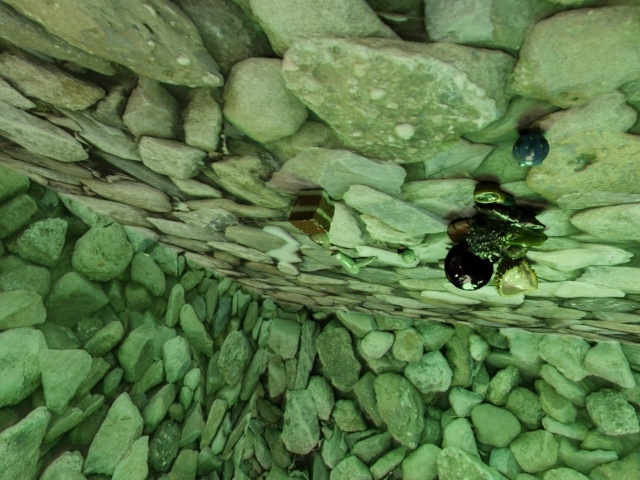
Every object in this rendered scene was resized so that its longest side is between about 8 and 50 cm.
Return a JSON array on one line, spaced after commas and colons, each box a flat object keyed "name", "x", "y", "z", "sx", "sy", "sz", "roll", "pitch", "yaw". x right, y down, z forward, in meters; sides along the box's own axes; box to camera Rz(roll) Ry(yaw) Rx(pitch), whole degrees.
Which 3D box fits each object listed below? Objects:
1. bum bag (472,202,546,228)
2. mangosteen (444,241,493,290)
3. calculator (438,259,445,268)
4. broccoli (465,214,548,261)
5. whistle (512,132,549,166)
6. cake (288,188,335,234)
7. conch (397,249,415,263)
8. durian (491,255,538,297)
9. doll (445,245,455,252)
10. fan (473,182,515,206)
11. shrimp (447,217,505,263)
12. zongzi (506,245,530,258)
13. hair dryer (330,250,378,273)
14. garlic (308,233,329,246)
[{"name": "bum bag", "x": 0.647, "y": -0.082, "z": 1.390, "sx": 0.248, "sy": 0.069, "sz": 0.102, "roll": 12, "pitch": -155, "yaw": -4}, {"name": "mangosteen", "x": 0.597, "y": 0.098, "z": 1.613, "sx": 0.230, "sy": 0.194, "sz": 0.194, "roll": -6, "pitch": 176, "yaw": -41}, {"name": "calculator", "x": 0.664, "y": 0.118, "z": 2.015, "sx": 0.100, "sy": 0.032, "sz": 0.175, "roll": 23, "pitch": 158, "yaw": -29}, {"name": "broccoli", "x": 0.692, "y": -0.006, "z": 1.494, "sx": 0.304, "sy": 0.145, "sz": 0.165, "roll": -1, "pitch": -152, "yaw": -15}, {"name": "whistle", "x": 0.536, "y": -0.233, "z": 1.046, "sx": 0.090, "sy": 0.090, "sz": 0.158, "roll": 4, "pitch": -161, "yaw": 22}, {"name": "cake", "x": -0.030, "y": -0.113, "z": 1.597, "sx": 0.135, "sy": 0.147, "sz": 0.135, "roll": -2, "pitch": 157, "yaw": 31}, {"name": "conch", "x": 0.419, "y": 0.082, "z": 2.011, "sx": 0.088, "sy": 0.065, "sz": 0.180, "roll": 4, "pitch": 168, "yaw": 18}, {"name": "durian", "x": 0.844, "y": 0.151, "z": 1.816, "sx": 0.183, "sy": 0.138, "sz": 0.250, "roll": -38, "pitch": 134, "yaw": 24}, {"name": "doll", "x": 0.634, "y": 0.058, "z": 1.829, "sx": 0.150, "sy": 0.077, "sz": 0.115, "roll": 13, "pitch": -158, "yaw": -36}, {"name": "fan", "x": 0.563, "y": -0.144, "z": 1.320, "sx": 0.155, "sy": 0.039, "sz": 0.082, "roll": 16, "pitch": 161, "yaw": -24}, {"name": "shrimp", "x": 0.667, "y": 0.004, "z": 1.651, "sx": 0.365, "sy": 0.071, "sz": 0.233, "roll": 31, "pitch": 148, "yaw": -32}, {"name": "zongzi", "x": 0.828, "y": 0.028, "z": 1.661, "sx": 0.130, "sy": 0.062, "sz": 0.154, "roll": -39, "pitch": 157, "yaw": 22}, {"name": "hair dryer", "x": 0.204, "y": 0.103, "z": 2.233, "sx": 0.237, "sy": 0.075, "sz": 0.206, "roll": -13, "pitch": 143, "yaw": 36}, {"name": "garlic", "x": 0.005, "y": -0.006, "z": 2.026, "sx": 0.152, "sy": 0.066, "sz": 0.084, "roll": 31, "pitch": -179, "yaw": -36}]
